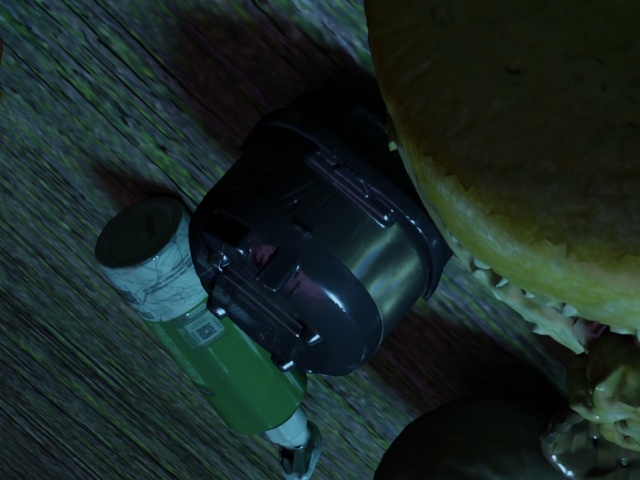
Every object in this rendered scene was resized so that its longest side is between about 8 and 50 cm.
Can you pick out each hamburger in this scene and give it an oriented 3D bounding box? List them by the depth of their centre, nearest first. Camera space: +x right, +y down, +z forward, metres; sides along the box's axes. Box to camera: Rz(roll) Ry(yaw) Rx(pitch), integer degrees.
[{"bbox_3d":[0.108,-0.046,0.471,0.189,0.215,0.122,27,159,28],"label":"hamburger"}]

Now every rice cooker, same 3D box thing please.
[{"bbox_3d":[0.000,0.000,0.870,0.112,0.106,0.165,39,168,6],"label":"rice cooker"}]

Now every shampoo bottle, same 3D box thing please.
[{"bbox_3d":[-0.057,0.064,1.123,0.065,0.065,0.204,13,147,45],"label":"shampoo bottle"}]

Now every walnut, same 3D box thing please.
[{"bbox_3d":[0.091,0.150,0.976,0.140,0.140,0.162,39,-174,-2],"label":"walnut"}]

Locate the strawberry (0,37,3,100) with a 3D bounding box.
[{"bbox_3d":[-0.304,-0.148,1.006,0.336,0.149,0.265,17,145,20],"label":"strawberry"}]

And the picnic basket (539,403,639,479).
[{"bbox_3d":[0.199,0.122,0.868,0.193,0.055,0.110,37,156,3],"label":"picnic basket"}]
